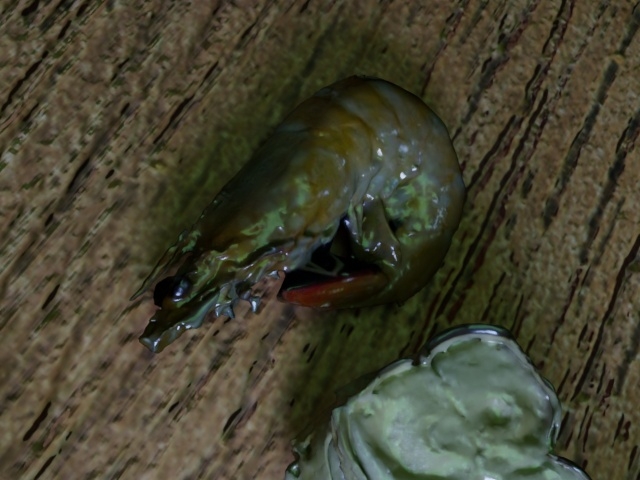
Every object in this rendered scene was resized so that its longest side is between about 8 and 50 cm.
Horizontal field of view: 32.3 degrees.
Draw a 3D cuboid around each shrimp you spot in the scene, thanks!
[{"bbox_3d":[0.000,0.000,0.732,0.152,0.063,0.287,52,59,-12],"label":"shrimp"}]

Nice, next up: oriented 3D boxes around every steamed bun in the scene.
[{"bbox_3d":[0.070,0.162,0.675,0.192,0.106,0.177,-27,72,-19],"label":"steamed bun"}]
